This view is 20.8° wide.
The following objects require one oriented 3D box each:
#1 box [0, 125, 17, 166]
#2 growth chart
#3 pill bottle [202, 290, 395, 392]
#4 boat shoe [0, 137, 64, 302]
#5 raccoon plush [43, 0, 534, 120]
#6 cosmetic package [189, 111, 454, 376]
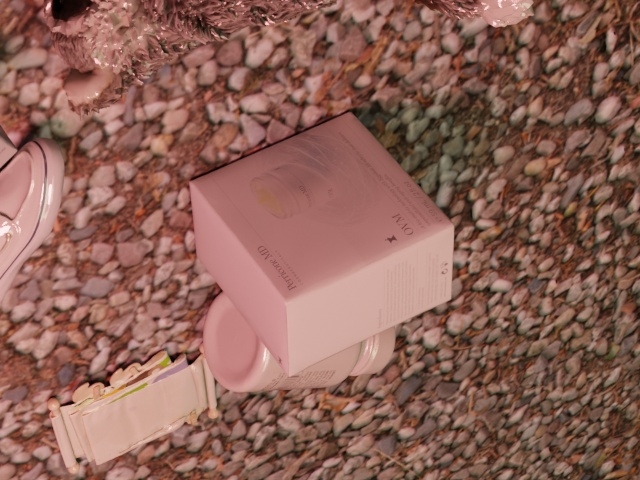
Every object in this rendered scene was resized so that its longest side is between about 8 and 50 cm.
[{"bbox_3d":[-0.377,-0.097,1.652,0.126,0.137,0.072,-43,142,4],"label":"box"},{"bbox_3d":[-0.230,0.208,2.189,0.237,0.021,0.172,-21,139,-24],"label":"growth chart"},{"bbox_3d":[-0.022,0.121,2.188,0.229,0.131,0.131,1,127,-41],"label":"pill bottle"},{"bbox_3d":[-0.340,-0.010,1.818,0.075,0.083,0.226,0,128,-42],"label":"boat shoe"},{"bbox_3d":[-0.058,-0.205,1.630,0.216,0.446,0.299,-46,163,-57],"label":"raccoon plush"},{"bbox_3d":[0.000,0.000,2.005,0.224,0.224,0.138,-26,141,-19],"label":"cosmetic package"}]
